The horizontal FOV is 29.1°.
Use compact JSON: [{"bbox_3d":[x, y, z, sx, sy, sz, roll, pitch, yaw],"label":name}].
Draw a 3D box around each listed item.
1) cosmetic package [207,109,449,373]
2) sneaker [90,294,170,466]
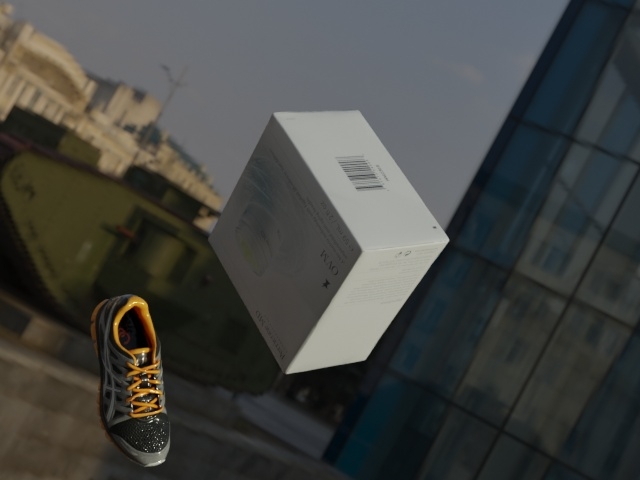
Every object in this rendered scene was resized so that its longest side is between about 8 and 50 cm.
[{"bbox_3d":[0.000,0.000,1.486,0.138,0.225,0.224,-7,51,-37],"label":"cosmetic package"},{"bbox_3d":[-0.224,0.165,1.485,0.084,0.215,0.083,-9,-13,-33],"label":"sneaker"}]
